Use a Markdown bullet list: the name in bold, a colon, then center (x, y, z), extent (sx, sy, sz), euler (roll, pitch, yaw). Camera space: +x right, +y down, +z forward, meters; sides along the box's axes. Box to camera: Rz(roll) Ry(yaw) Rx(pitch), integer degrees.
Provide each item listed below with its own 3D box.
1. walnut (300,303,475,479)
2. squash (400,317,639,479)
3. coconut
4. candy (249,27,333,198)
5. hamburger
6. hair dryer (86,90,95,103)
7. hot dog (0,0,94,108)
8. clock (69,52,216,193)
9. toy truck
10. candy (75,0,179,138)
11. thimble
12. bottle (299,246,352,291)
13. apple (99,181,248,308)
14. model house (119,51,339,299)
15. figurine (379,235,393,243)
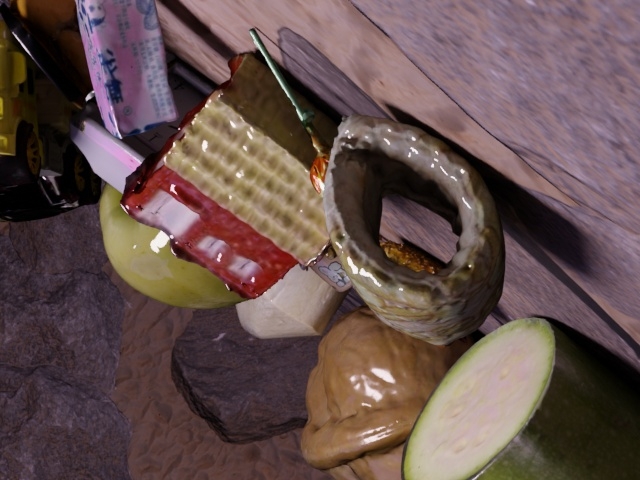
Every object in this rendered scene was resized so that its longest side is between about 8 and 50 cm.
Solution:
- **walnut**: center (0.134, 0.261, 1.871), extent (0.383, 0.384, 0.383), euler (37, 174, 4)
- **squash**: center (0.315, 0.298, 1.353), extent (0.384, 0.263, 0.263), euler (38, 174, -15)
- **coconut**: center (-0.054, 0.065, 1.913), extent (0.202, 0.222, 0.202), euler (34, 178, 1)
- **candy**: center (-0.015, -0.113, 1.058), extent (0.049, 0.055, 0.185), euler (-20, 107, 41)
- **hamburger**: center (0.125, 0.063, 1.494), extent (0.166, 0.087, 0.137), euler (31, 171, 37)
- **hair dryer**: center (-0.372, -0.232, 1.894), extent (0.320, 0.156, 0.284), euler (45, -175, 7)
- **hot dog**: center (-0.301, -0.272, 1.367), extent (0.194, 0.107, 0.326), euler (54, 178, -37)
- **clock**: center (-0.155, -0.108, 1.402), extent (0.253, 0.186, 0.083), euler (36, 140, 16)
- **toy truck**: center (-0.405, -0.159, 1.462), extent (0.180, 0.254, 0.405), euler (-5, 177, 3)
- **candy**: center (-0.200, -0.191, 1.181), extent (0.092, 0.073, 0.160), euler (-154, 52, -70)
- **thimble**: center (0.076, -0.011, 0.986), extent (0.190, 0.137, 0.143), euler (55, -179, 21)
- **bottle**: center (0.000, -0.001, 1.709), extent (0.152, 0.099, 0.099), euler (40, 174, -15)
- **apple**: center (-0.161, -0.036, 1.597), extent (0.279, 0.279, 0.279), euler (37, 174, 4)
- **model house**: center (-0.059, -0.077, 1.193), extent (0.196, 0.160, 0.254), euler (39, 146, -12)
- **figurine**: center (0.072, 0.016, 1.606), extent (0.109, 0.064, 0.047), euler (46, -163, 10)
